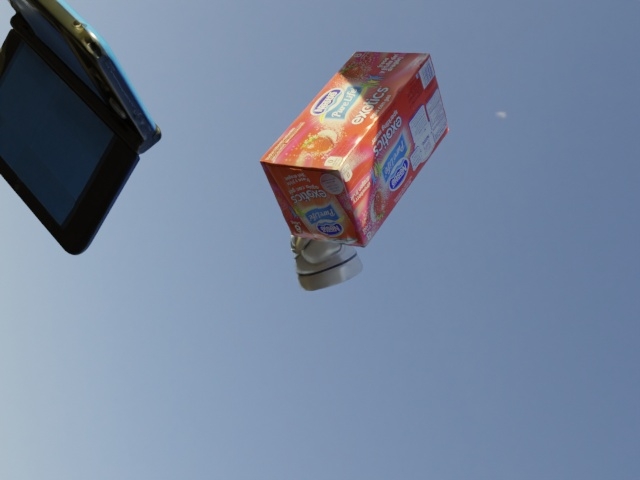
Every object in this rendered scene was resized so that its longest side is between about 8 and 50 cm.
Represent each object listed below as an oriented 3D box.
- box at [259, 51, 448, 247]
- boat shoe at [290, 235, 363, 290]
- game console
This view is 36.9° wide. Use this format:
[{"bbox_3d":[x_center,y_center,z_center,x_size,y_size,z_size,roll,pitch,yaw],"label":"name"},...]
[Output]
[{"bbox_3d":[0.051,-0.125,1.244,0.123,0.257,0.128,9,-44,34],"label":"box"},{"bbox_3d":[0.000,0.000,1.387,0.267,0.096,0.088,-93,163,-76],"label":"boat shoe"},{"bbox_3d":[-0.336,-0.171,1.091,0.293,0.173,0.250,42,-12,28],"label":"game console"}]
